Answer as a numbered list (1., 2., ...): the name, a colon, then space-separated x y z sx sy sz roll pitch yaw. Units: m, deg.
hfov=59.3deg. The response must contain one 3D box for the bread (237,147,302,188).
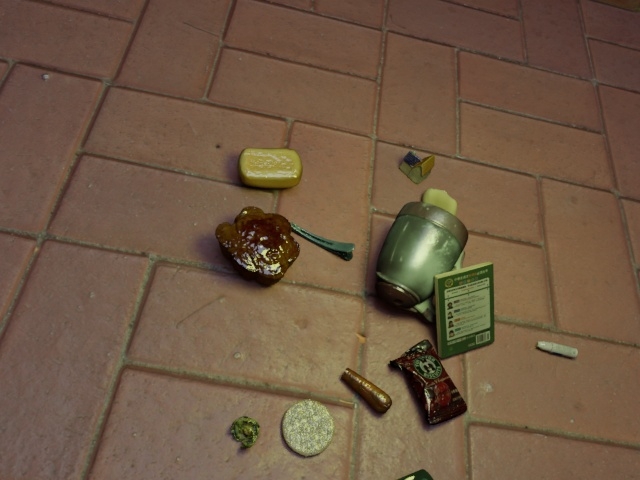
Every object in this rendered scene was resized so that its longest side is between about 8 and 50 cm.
1. bread: -0.169 -0.237 1.885 0.217 0.098 0.147 2 60 -9

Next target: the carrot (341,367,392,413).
1. carrot: 0.130 0.422 1.589 0.161 0.055 0.055 37 58 18

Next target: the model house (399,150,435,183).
1. model house: 0.354 -0.280 2.035 0.101 0.100 0.088 43 60 14

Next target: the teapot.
1. teapot: 0.319 0.092 1.752 0.315 0.233 0.312 37 70 -16

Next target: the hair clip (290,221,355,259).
1. hair clip: 0.000 0.000 1.815 0.230 0.070 0.039 21 60 9

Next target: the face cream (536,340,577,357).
1. face cream: 0.749 0.344 1.791 0.130 0.034 0.034 14 57 -6

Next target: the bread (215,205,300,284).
1. bread: -0.178 0.016 1.707 0.247 0.135 0.232 42 59 13

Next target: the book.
1. book: 0.439 0.210 1.701 0.202 0.027 0.264 -12 107 -19

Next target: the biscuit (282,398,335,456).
1. biscuit: -0.033 0.502 1.517 0.152 0.020 0.152 7 57 -10

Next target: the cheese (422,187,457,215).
1. cheese: 0.415 -0.064 1.951 0.127 0.050 0.255 12 59 -8

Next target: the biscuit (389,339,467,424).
1. biscuit: 0.315 0.410 1.632 0.151 0.063 0.235 -13 58 -33

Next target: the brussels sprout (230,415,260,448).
1. brussels sprout: -0.194 0.494 1.465 0.085 0.058 0.085 -1 84 11

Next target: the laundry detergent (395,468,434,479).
1. laundry detergent: 0.258 0.711 1.429 0.144 0.078 0.221 -14 66 -19
